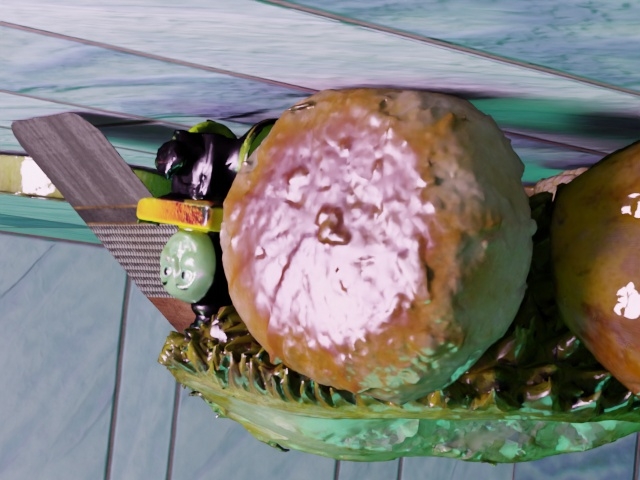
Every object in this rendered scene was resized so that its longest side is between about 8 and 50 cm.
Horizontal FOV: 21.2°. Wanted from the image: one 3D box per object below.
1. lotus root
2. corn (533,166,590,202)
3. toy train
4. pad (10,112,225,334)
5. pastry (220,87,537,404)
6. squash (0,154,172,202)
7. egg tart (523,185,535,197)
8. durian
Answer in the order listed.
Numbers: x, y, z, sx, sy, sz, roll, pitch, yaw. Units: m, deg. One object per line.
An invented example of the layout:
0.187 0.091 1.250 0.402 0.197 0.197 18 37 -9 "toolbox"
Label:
0.224 0.030 1.023 0.180 0.199 0.188 4 170 15 "lotus root"
0.243 -0.013 1.215 0.086 0.086 0.253 8 178 -38 "corn"
0.000 0.000 1.244 0.296 0.160 0.100 10 178 -41 "toy train"
-0.199 0.016 1.403 0.323 0.055 0.250 -18 119 44 "pad"
0.030 -0.003 1.010 0.192 0.182 0.093 17 -172 39 "pastry"
-0.253 -0.059 1.695 0.219 0.041 0.219 7 -179 0 "squash"
0.239 0.017 1.535 0.291 0.107 0.291 5 177 0 "egg tart"
0.086 0.067 1.167 0.394 0.163 0.198 -3 157 -3 "durian"
